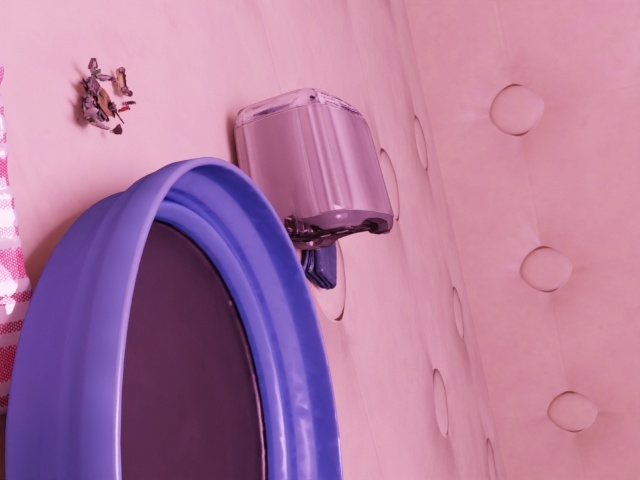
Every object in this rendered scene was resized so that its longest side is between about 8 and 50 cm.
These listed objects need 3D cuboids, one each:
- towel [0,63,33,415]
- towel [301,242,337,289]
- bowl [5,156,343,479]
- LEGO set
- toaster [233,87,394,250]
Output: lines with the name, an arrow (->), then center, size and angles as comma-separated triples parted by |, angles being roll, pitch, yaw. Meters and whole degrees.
towel -> -0.194, -0.003, 0.320 | 0.144, 0.029, 0.197 | -8, 89, -71
towel -> 0.000, 0.000, 0.884 | 0.067, 0.029, 0.119 | 52, 33, -54
bowl -> -0.070, 0.140, 0.490 | 0.391, 0.077, 0.390 | -11, 90, -76
LEGO set -> -0.158, -0.101, 0.498 | 0.083, 0.024, 0.054 | -54, 135, -82
toaster -> -0.010, -0.070, 0.743 | 0.227, 0.129, 0.146 | 1, 75, -66
